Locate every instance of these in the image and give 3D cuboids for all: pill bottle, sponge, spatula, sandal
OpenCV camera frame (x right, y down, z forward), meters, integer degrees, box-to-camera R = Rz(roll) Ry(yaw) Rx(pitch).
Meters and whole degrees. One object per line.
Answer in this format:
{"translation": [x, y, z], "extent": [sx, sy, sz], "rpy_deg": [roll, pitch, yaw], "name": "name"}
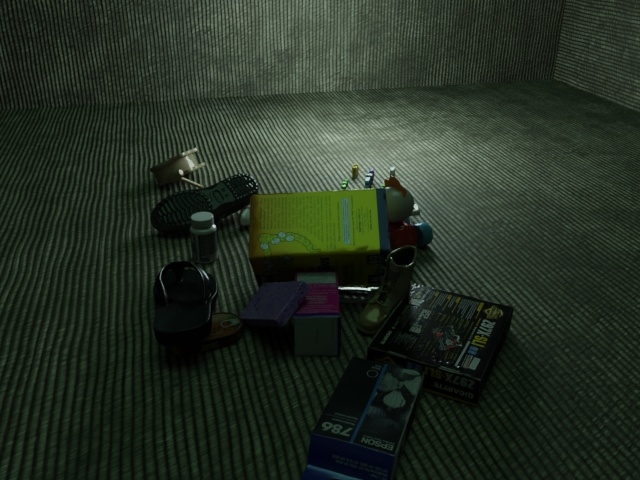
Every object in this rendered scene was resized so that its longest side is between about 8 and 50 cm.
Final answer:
{"translation": [-0.341, -0.009, 1.923], "extent": [0.078, 0.137, 0.078], "rpy_deg": [1, 26, 0], "name": "pill bottle"}
{"translation": [-0.113, 0.151, 1.568], "extent": [0.117, 0.031, 0.210], "rpy_deg": [-54, 21, -24], "name": "sponge"}
{"translation": [0.089, 0.132, 1.779], "extent": [0.242, 0.019, 0.168], "rpy_deg": [3, 27, 4], "name": "spatula"}
{"translation": [-0.337, 0.125, 1.637], "extent": [0.167, 0.107, 0.446], "rpy_deg": [-9, 17, -12], "name": "sandal"}

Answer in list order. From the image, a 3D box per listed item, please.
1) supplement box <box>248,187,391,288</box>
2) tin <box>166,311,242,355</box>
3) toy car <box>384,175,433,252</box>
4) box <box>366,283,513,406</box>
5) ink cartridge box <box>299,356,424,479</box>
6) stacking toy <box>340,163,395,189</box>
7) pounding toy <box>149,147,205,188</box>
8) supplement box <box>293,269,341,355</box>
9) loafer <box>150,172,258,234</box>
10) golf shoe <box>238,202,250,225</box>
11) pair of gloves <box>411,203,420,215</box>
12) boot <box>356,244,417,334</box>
{"translation": [0.000, 0.000, 1.745], "extent": [0.356, 0.194, 0.195], "rpy_deg": [-3, 61, 3], "name": "supplement box"}
{"translation": [-0.279, 0.222, 1.573], "extent": [0.189, 0.040, 0.106], "rpy_deg": [-11, 33, -21], "name": "tin"}
{"translation": [0.208, -0.091, 1.984], "extent": [0.219, 0.238, 0.210], "rpy_deg": [-15, 30, -30], "name": "toy car"}
{"translation": [0.283, 0.227, 1.526], "extent": [0.257, 0.079, 0.322], "rpy_deg": [14, 29, 22], "name": "box"}
{"translation": [0.089, 0.355, 1.281], "extent": [0.165, 0.065, 0.333], "rpy_deg": [9, 29, 16], "name": "ink cartridge box"}
{"translation": [0.182, -0.224, 2.471], "extent": [0.166, 0.052, 0.221], "rpy_deg": [6, 29, 15], "name": "stacking toy"}
{"translation": [-0.528, -0.239, 2.466], "extent": [0.154, 0.155, 0.269], "rpy_deg": [-23, 10, 18], "name": "pounding toy"}
{"translation": [-0.009, 0.170, 1.595], "extent": [0.113, 0.111, 0.220], "rpy_deg": [0, 26, 1], "name": "supplement box"}
{"translation": [-0.372, -0.097, 2.155], "extent": [0.365, 0.130, 0.134], "rpy_deg": [-19, 67, -19], "name": "loafer"}
{"translation": [-0.196, -0.091, 2.170], "extent": [0.086, 0.068, 0.186], "rpy_deg": [18, 31, 29], "name": "golf shoe"}
{"translation": [0.223, -0.115, 2.250], "extent": [0.204, 0.042, 0.240], "rpy_deg": [-6, 23, -5], "name": "pair of gloves"}
{"translation": [0.166, 0.119, 1.620], "extent": [0.077, 0.165, 0.213], "rpy_deg": [30, 47, 22], "name": "boot"}
